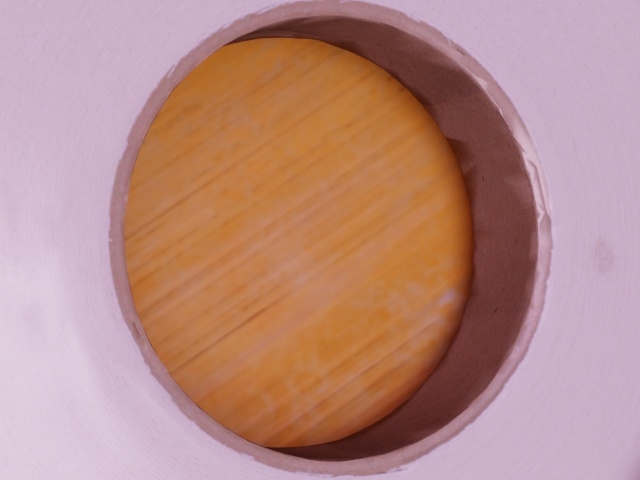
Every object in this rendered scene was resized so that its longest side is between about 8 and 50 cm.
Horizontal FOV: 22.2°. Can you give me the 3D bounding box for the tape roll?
[{"bbox_3d":[0.000,0.000,0.735,0.392,0.072,0.392,1,88,-22],"label":"tape roll"}]
